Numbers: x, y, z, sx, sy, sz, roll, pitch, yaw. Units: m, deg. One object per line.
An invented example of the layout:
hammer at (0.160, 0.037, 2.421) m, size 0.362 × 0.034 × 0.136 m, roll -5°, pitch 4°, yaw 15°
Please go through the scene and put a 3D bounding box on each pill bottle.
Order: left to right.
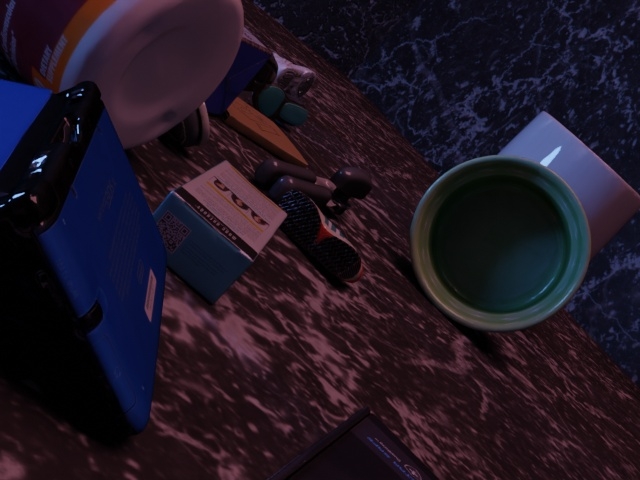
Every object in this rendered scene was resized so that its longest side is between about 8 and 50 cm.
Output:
pill bottle at (-0.287, -0.302, 0.986) m, size 0.392 × 0.224 × 0.224 m, roll 46°, pitch 13°, yaw 16°

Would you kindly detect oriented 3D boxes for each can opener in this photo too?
can opener at (-0.010, -0.093, 1.449) m, size 0.074 × 0.093 × 0.280 m, roll 48°, pitch 18°, yaw 18°

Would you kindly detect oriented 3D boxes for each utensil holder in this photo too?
utensil holder at (0.474, -0.046, 2.050) m, size 0.327 × 0.385 × 0.327 m, roll 41°, pitch 13°, yaw -11°

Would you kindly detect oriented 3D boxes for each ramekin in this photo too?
ramekin at (0.314, 0.009, 1.620) m, size 0.303 × 0.303 × 0.148 m, roll 45°, pitch 5°, yaw 11°

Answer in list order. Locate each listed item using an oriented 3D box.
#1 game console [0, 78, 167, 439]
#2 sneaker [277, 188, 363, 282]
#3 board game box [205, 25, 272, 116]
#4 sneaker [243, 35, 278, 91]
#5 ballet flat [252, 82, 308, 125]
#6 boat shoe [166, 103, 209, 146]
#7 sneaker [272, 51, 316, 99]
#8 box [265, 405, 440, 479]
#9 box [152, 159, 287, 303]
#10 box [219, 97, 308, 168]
game console at (-0.234, -0.012, 0.643) m, size 0.293 × 0.173 × 0.250 m, roll -104°, pitch 176°, yaw -67°
sneaker at (0.000, 0.000, 1.264) m, size 0.161 × 0.057 × 0.075 m, roll 46°, pitch -3°, yaw 22°
board game box at (-0.253, -0.349, 1.420) m, size 0.291 × 0.141 × 0.232 m, roll 45°, pitch 13°, yaw 12°
sneaker at (-0.195, -0.354, 1.661) m, size 0.267 × 0.101 × 0.106 m, roll 21°, pitch 13°, yaw -35°
ballet flat at (-0.096, -0.278, 1.828) m, size 0.074 × 0.074 × 0.203 m, roll 48°, pitch 13°, yaw 23°
boat shoe at (-0.263, -0.235, 1.202) m, size 0.099 × 0.116 × 0.319 m, roll -29°, pitch 74°, yaw -31°
sneaker at (-0.091, -0.412, 2.237) m, size 0.115 × 0.090 × 0.232 m, roll 43°, pitch 11°, yaw 17°
box at (0.076, 0.258, 0.588) m, size 0.295 × 0.073 × 0.293 m, roll 45°, pitch 12°, yaw 13°
box at (-0.105, -0.017, 0.960) m, size 0.100 × 0.060 × 0.244 m, roll 41°, pitch 13°, yaw -3°
box at (-0.124, -0.212, 1.629) m, size 0.201 × 0.021 × 0.164 m, roll 29°, pitch 18°, yaw -43°
